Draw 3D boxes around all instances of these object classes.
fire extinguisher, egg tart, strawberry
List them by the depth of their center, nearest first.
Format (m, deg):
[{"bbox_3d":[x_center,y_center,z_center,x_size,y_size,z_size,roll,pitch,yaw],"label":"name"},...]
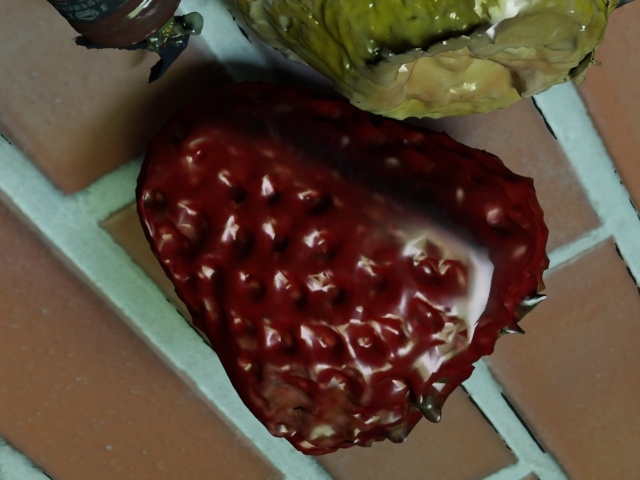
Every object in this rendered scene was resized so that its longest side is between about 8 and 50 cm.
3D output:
[{"bbox_3d":[-0.194,-0.223,1.318,0.138,0.102,0.344,-5,148,31],"label":"fire extinguisher"},{"bbox_3d":[0.110,-0.184,1.365,0.352,0.150,0.352,-9,162,-3],"label":"egg tart"},{"bbox_3d":[0.000,0.000,1.529,0.345,0.295,0.317,41,132,-10],"label":"strawberry"}]

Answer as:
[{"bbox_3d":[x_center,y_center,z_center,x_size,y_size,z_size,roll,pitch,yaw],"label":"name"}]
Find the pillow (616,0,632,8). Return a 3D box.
[{"bbox_3d":[0.246,-0.249,1.498,0.091,0.055,0.135,-45,147,-22],"label":"pillow"}]
